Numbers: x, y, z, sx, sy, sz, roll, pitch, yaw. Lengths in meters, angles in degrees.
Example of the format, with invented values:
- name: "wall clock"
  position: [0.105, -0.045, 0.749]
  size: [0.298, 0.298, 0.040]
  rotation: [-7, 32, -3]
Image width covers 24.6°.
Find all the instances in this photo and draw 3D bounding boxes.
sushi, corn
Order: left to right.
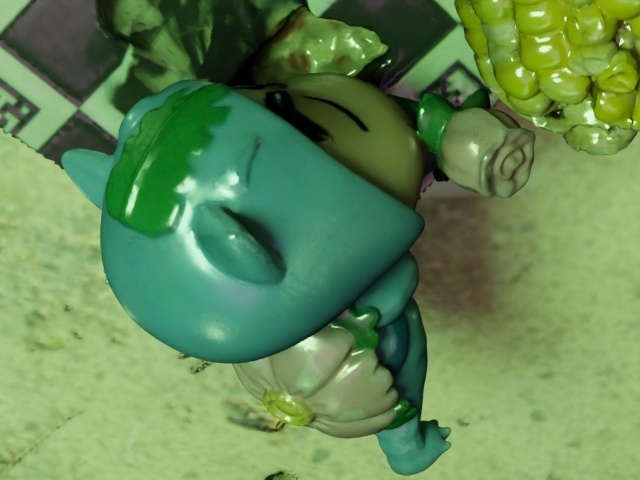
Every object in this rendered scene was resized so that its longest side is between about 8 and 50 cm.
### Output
- name: "sushi"
  position: [-0.032, -0.093, 0.541]
  size: [0.210, 0.040, 0.192]
  rotation: [30, 114, -20]
- name: "corn"
  position: [0.077, -0.176, 0.427]
  size: [0.097, 0.097, 0.319]
  rotation: [-5, 119, 3]

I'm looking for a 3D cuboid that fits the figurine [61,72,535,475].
- name: "figurine"
  position: [0.005, -0.001, 0.526]
  size: [0.144, 0.114, 0.178]
  rotation: [-41, 130, -6]
